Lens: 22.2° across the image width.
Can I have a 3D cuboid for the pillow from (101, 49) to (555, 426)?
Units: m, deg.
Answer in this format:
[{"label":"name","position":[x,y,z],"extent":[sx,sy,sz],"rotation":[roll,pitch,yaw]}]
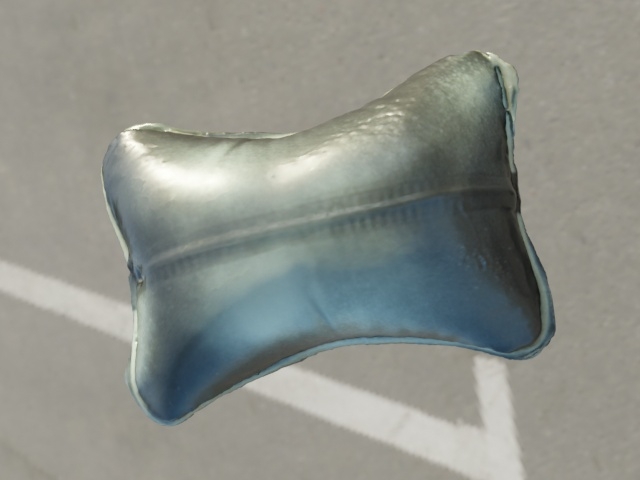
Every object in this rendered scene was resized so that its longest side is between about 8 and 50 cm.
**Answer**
[{"label":"pillow","position":[-0.001,-0.001,0.495],"extent":[0.055,0.136,0.091],"rotation":[58,-154,-52]}]
